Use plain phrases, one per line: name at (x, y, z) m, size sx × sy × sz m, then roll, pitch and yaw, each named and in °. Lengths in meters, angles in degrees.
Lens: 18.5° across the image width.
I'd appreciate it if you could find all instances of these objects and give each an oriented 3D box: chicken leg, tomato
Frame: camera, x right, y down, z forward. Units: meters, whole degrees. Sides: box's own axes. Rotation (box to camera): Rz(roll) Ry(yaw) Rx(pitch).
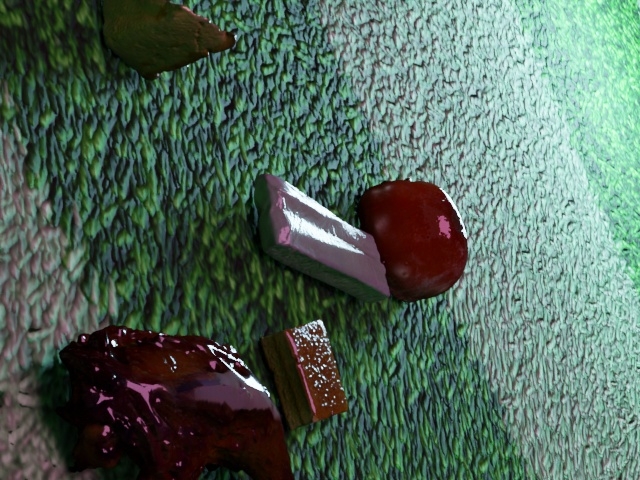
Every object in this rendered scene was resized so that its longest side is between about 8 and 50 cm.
chicken leg at (-0.081, 0.166, 1.626) m, size 0.407 × 0.096 × 0.158 m, roll 44°, pitch 39°, yaw -49°
tomato at (0.116, -0.007, 2.169) m, size 0.159 × 0.091 × 0.139 m, roll 17°, pitch 58°, yaw -64°

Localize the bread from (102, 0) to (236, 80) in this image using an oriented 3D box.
bread at (-0.138, -0.205, 1.762) m, size 0.084 × 0.109 × 0.080 m, roll 33°, pitch 47°, yaw -48°

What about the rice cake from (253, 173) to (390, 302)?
rice cake at (0.001, 0.001, 1.979) m, size 0.222 × 0.042 × 0.080 m, roll 28°, pitch 43°, yaw -55°

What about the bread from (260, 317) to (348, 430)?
bread at (-0.014, 0.125, 1.863) m, size 0.090 × 0.035 × 0.094 m, roll -8°, pitch 80°, yaw -66°
